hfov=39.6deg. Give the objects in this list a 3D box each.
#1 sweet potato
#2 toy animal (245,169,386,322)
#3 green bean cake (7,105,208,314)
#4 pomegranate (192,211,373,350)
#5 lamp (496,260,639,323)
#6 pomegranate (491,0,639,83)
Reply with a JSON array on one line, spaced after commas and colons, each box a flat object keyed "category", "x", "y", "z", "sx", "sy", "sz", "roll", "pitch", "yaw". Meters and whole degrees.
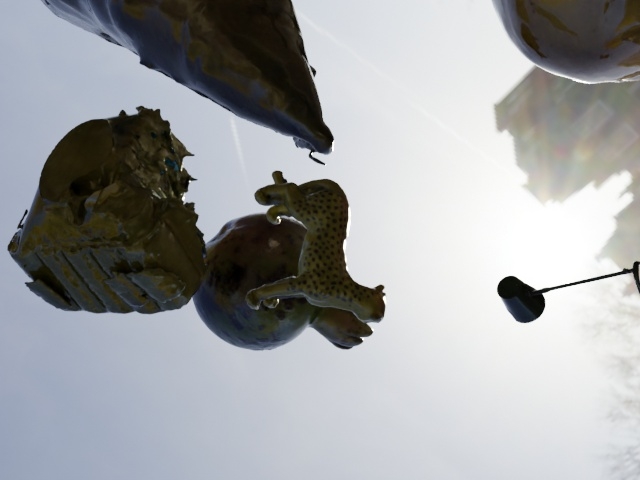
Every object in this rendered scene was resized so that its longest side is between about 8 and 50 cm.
[{"category": "sweet potato", "x": -0.092, "y": -0.153, "z": 0.465, "sx": 0.131, "sy": 0.130, "sz": 0.422, "roll": 27, "pitch": -168, "yaw": -29}, {"category": "toy animal", "x": 0.000, "y": 0.000, "z": 0.939, "sx": 0.073, "sy": 0.136, "sz": 0.181, "roll": 48, "pitch": -139, "yaw": -62}, {"category": "green bean cake", "x": -0.284, "y": -0.060, "z": 1.291, "sx": 0.202, "sy": 0.285, "sz": 0.309, "roll": 56, "pitch": -142, "yaw": -43}, {"category": "pomegranate", "x": -0.071, "y": 0.087, "z": 1.483, "sx": 0.306, "sy": 0.242, "sz": 0.242, "roll": 38, "pitch": -154, "yaw": -39}, {"category": "lamp", "x": 0.191, "y": 0.037, "z": 0.685, "sx": 0.054, "sy": 0.121, "sz": 0.041, "roll": 38, "pitch": -126, "yaw": -45}, {"category": "pomegranate", "x": 0.335, "y": -0.344, "z": 1.034, "sx": 0.319, "sy": 0.319, "sz": 0.319, "roll": 32, "pitch": -149, "yaw": -22}]
